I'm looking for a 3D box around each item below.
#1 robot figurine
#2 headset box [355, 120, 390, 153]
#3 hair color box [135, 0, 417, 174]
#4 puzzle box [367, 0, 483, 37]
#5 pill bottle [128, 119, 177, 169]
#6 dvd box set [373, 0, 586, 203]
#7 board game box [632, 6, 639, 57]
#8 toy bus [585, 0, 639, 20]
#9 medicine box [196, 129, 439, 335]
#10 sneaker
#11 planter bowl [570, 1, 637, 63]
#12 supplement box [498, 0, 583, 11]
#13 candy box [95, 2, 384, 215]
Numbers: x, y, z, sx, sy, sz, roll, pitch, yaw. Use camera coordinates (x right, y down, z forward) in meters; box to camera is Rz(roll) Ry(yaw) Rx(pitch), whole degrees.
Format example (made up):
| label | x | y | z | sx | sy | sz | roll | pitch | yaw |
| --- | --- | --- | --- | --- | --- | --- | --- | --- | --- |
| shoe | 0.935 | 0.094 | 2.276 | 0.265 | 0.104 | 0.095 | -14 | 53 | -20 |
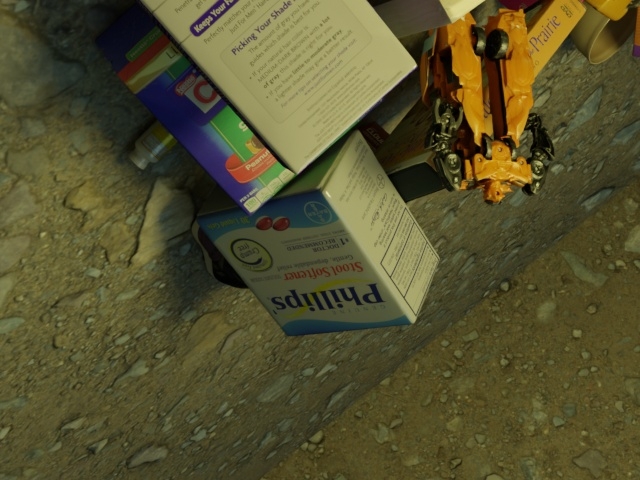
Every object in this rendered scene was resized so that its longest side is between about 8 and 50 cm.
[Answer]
| label | x | y | z | sx | sy | sz | roll | pitch | yaw |
| --- | --- | --- | --- | --- | --- | --- | --- | --- | --- |
| robot figurine | 0.230 | -0.191 | 1.210 | 0.211 | 0.291 | 0.085 | 2 | 171 | -24 |
| headset box | 0.034 | -0.079 | 1.618 | 0.293 | 0.110 | 0.218 | -29 | 152 | -25 |
| hair color box | -0.077 | -0.258 | 0.931 | 0.185 | 0.339 | 0.110 | -42 | -165 | -1 |
| puzzle box | 0.171 | -0.360 | 1.145 | 0.272 | 0.052 | 0.409 | -38 | -163 | -11 |
| pill bottle | -0.234 | -0.141 | 1.214 | 0.083 | 0.043 | 0.043 | -43 | 155 | 3 |
| dvd box set | 0.230 | -0.224 | 1.430 | 0.420 | 0.062 | 0.307 | -50 | -167 | -21 |
| board game box | 0.828 | -0.549 | 1.603 | 0.356 | 0.356 | 0.356 | -66 | 157 | -11 |
| toy bus | 0.539 | -0.525 | 1.367 | 0.108 | 0.130 | 0.333 | -3 | 137 | -55 |
| medicine box | 0.000 | 0.000 | 1.359 | 0.289 | 0.263 | 0.149 | 55 | 44 | -29 |
| sneaker | -0.145 | 0.049 | 1.546 | 0.107 | 0.124 | 0.283 | -39 | 155 | -6 |
| planter bowl | 0.588 | -0.471 | 1.799 | 0.162 | 0.109 | 0.162 | -34 | 154 | -19 |
| supplement box | 0.441 | -0.497 | 1.545 | 0.220 | 0.111 | 0.114 | -33 | 154 | -17 |
| candy box | -0.092 | -0.225 | 1.129 | 0.268 | 0.122 | 0.317 | -41 | 140 | -1 |
